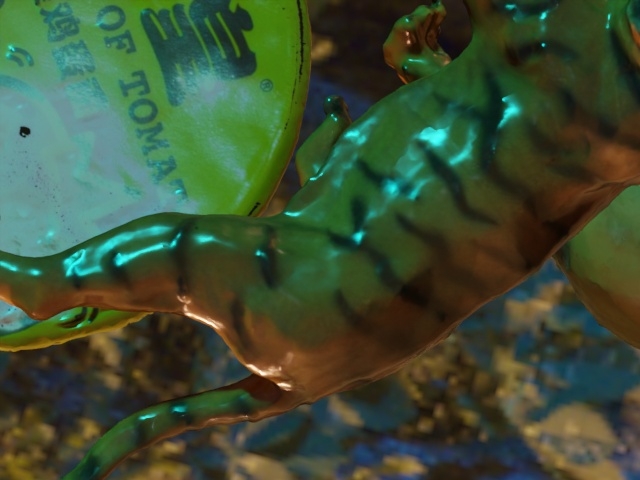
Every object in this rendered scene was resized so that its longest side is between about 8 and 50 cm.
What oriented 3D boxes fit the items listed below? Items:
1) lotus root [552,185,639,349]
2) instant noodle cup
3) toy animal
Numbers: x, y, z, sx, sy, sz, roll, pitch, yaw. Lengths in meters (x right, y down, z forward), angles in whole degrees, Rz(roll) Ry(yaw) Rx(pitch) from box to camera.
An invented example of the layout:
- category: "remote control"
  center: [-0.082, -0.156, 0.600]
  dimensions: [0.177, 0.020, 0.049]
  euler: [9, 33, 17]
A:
- category: "lotus root"
  center: [0.261, -0.017, 0.839]
  dimensions: [0.169, 0.343, 0.151]
  euler: [-89, 2, -58]
- category: "instant noodle cup"
  center: [-0.184, -0.089, 1.139]
  dimensions: [0.254, 0.326, 0.325]
  euler: [146, 142, -77]
- category: "toy animal"
  center: [0.004, 0.002, 0.513]
  dimensions: [0.255, 0.116, 0.114]
  euler: [-42, -27, 1]
